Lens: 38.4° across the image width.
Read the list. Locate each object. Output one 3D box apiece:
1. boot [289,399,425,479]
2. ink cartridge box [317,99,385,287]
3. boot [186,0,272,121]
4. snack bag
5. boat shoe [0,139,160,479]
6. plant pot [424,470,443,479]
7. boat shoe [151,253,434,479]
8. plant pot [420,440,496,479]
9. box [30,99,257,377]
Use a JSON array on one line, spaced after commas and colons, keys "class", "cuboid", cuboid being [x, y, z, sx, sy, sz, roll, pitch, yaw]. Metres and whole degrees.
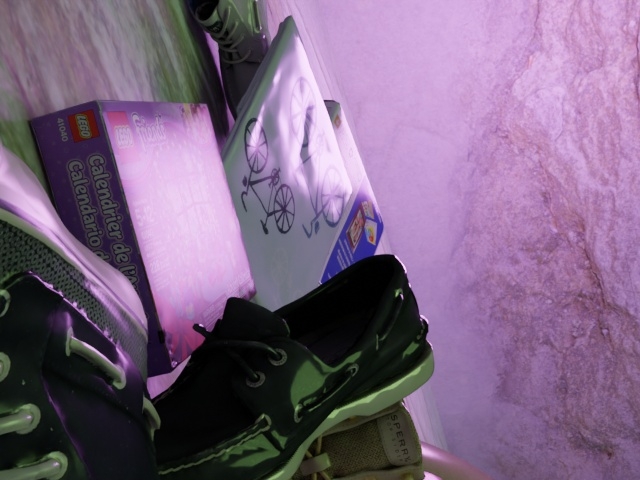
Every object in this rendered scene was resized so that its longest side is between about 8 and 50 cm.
[{"class": "boot", "cuboid": [-0.023, 0.177, 0.713, 0.262, 0.203, 0.095, 19, 58, -81]}, {"class": "ink cartridge box", "cuboid": [0.000, 0.000, 1.416, 0.304, 0.072, 0.307, 67, 38, -48]}, {"class": "boot", "cuboid": [-0.119, -0.261, 1.182, 0.123, 0.095, 0.259, -4, 83, -62]}, {"class": "snack bag", "cuboid": [-0.049, -0.053, 1.165, 0.323, 0.037, 0.343, 69, 32, -46]}, {"class": "boat shoe", "cuboid": [-0.144, 0.069, 0.383, 0.340, 0.127, 0.158, 53, 18, -70]}, {"class": "plant pot", "cuboid": [0.096, 0.391, 1.055, 0.180, 0.201, 0.202, -107, -179, -74]}, {"class": "boat shoe", "cuboid": [-0.036, 0.088, 0.646, 0.340, 0.127, 0.113, -18, 111, -41]}, {"class": "plant pot", "cuboid": [0.117, 0.379, 1.258, 0.274, 0.256, 0.257, 48, 26, -37]}, {"class": "box", "cuboid": [-0.133, -0.015, 0.786, 0.293, 0.057, 0.201, -46, 122, -79]}]
